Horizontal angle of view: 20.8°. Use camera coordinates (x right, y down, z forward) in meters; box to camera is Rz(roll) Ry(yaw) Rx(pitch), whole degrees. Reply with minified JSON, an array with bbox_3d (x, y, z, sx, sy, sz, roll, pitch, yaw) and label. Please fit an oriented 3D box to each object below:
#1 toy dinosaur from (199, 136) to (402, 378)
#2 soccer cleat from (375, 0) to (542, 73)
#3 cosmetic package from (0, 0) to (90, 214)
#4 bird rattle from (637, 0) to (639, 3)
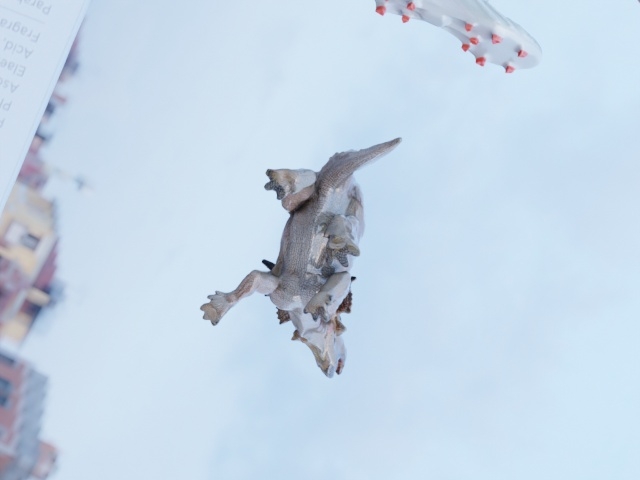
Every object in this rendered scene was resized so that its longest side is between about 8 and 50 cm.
[{"bbox_3d":[0.000,0.000,1.756,0.295,0.127,0.200,-67,167,20],"label":"toy dinosaur"},{"bbox_3d":[0.147,-0.241,1.811,0.068,0.196,0.076,126,-12,-61],"label":"soccer cleat"},{"bbox_3d":[-0.413,-0.120,1.205,0.329,0.327,0.393,28,-83,48],"label":"cosmetic package"},{"bbox_3d":[0.384,-0.290,2.003,0.143,0.253,0.207,-28,-176,4],"label":"bird rattle"}]
